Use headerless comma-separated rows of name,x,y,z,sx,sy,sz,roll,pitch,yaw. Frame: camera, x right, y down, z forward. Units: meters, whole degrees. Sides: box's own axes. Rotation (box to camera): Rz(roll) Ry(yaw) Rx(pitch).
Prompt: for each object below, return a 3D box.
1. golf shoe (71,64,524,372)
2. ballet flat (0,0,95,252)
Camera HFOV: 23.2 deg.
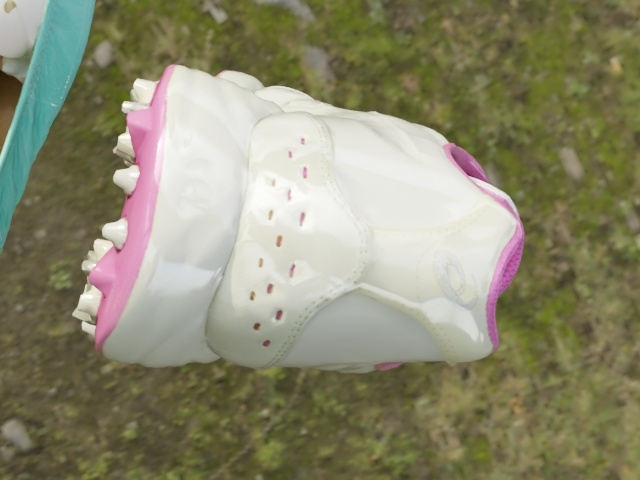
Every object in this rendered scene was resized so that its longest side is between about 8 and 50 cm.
golf shoe,0.000,0.000,0.587,0.140,0.306,0.115,11,97,1
ballet flat,-0.157,-0.063,0.676,0.087,0.083,0.247,38,66,-78
